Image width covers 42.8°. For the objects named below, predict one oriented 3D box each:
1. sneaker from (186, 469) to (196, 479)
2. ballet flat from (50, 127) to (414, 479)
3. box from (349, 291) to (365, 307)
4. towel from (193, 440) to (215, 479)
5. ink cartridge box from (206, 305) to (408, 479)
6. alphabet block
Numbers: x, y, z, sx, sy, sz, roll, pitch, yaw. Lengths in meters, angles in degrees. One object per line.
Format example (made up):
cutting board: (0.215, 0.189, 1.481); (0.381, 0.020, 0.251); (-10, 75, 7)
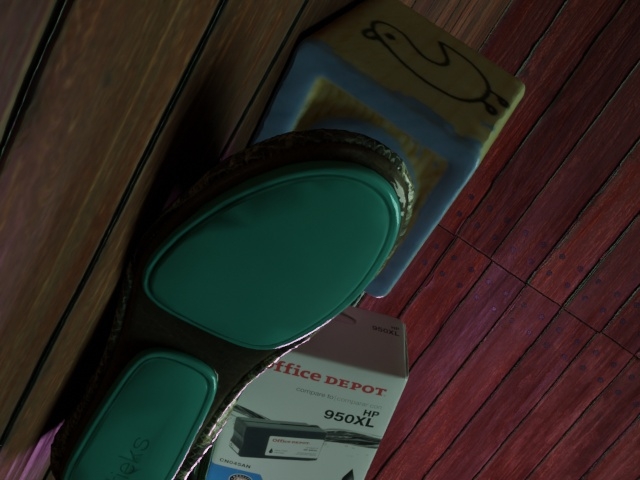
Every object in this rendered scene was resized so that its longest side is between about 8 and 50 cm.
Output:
sneaker: (-0.303, 0.416, 1.301); (0.130, 0.109, 0.286); (-4, 156, -36)
ballet flat: (-0.096, 0.052, 0.704); (0.483, 0.164, 0.182); (-52, -161, 32)
box: (-0.045, 0.171, 1.739); (0.270, 0.060, 0.216); (-55, -152, -8)
towel: (-0.211, 0.368, 1.472); (0.325, 0.038, 0.248); (133, -30, -74)
ink cartridge box: (-0.034, 0.308, 1.500); (0.166, 0.285, 0.395); (-86, -168, -58)
alphabet block: (0.059, -0.099, 0.806); (0.193, 0.192, 0.197); (-57, 176, 37)
